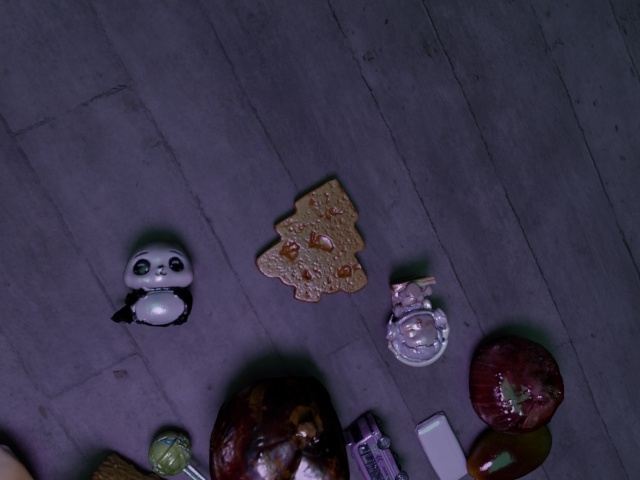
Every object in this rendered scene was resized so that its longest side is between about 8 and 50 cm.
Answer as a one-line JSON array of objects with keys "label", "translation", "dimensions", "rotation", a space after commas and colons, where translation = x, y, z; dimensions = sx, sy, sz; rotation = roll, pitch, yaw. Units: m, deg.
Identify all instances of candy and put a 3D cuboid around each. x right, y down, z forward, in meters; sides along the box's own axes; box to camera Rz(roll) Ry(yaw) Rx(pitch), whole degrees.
[{"label": "candy", "translation": [-0.258, 0.570, 1.011], "dimensions": [0.335, 0.093, 0.092], "rotation": [44, 84, -2]}]

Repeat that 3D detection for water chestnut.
[{"label": "water chestnut", "translation": [-0.109, 0.479, 0.966], "dimensions": [0.347, 0.335, 0.335], "rotation": [-34, 100, 24]}]

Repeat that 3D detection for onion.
[{"label": "onion", "translation": [0.497, 0.364, 1.093], "dimensions": [0.252, 0.219, 0.252], "rotation": [1, 87, -17]}]

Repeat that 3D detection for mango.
[{"label": "mango", "translation": [0.507, 0.554, 1.163], "dimensions": [0.267, 0.111, 0.133], "rotation": [-16, 78, -17]}]

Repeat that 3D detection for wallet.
[{"label": "wallet", "translation": [0.326, 0.558, 1.167], "dimensions": [0.095, 0.033, 0.190], "rotation": [-26, 98, -6]}]

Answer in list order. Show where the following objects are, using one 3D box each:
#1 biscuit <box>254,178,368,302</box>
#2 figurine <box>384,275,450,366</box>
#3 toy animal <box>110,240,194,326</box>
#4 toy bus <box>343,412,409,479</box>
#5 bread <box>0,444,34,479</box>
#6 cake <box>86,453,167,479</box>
[{"label": "biscuit", "translation": [0.000, 0.000, 1.065], "dimensions": [0.283, 0.043, 0.306], "rotation": [14, 89, -10]}, {"label": "figurine", "translation": [0.236, 0.201, 1.072], "dimensions": [0.162, 0.141, 0.237], "rotation": [-7, 95, -5]}, {"label": "toy animal", "translation": [-0.362, 0.091, 0.955], "dimensions": [0.166, 0.138, 0.179], "rotation": [2, 99, -27]}, {"label": "toy bus", "translation": [0.139, 0.546, 1.101], "dimensions": [0.108, 0.096, 0.199], "rotation": [-26, 101, -3]}, {"label": "bread", "translation": [-0.803, 0.553, 0.848], "dimensions": [0.423, 0.245, 0.329], "rotation": [-4, 94, -6]}, {"label": "cake", "translation": [-0.474, 0.655, 0.928], "dimensions": [0.222, 0.227, 0.286], "rotation": [38, 84, -6]}]
